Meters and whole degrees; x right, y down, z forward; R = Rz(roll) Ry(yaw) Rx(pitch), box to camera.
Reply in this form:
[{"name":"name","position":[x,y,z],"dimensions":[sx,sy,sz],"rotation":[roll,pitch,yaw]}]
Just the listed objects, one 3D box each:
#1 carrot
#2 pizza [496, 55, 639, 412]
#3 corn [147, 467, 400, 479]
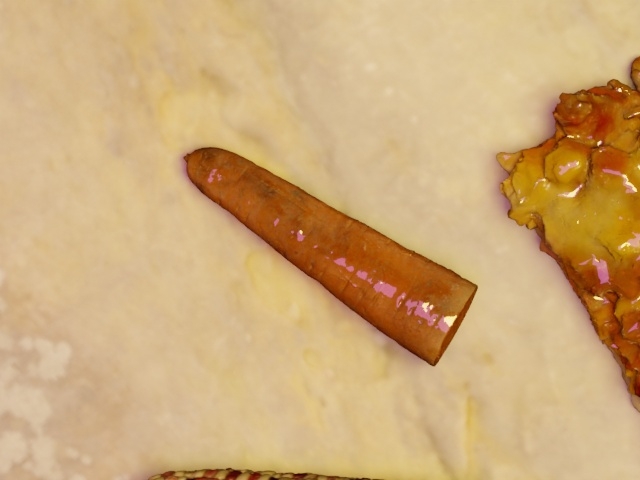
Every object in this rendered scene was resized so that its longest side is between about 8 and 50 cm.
[{"name":"carrot","position":[0.000,0.000,1.275],"dimensions":[0.209,0.061,0.061],"rotation":[32,100,7]},{"name":"pizza","position":[0.214,-0.010,1.226],"dimensions":[0.228,0.081,0.290],"rotation":[21,101,6]},{"name":"corn","position":[-0.009,0.188,1.280],"dimensions":[0.253,0.086,0.086],"rotation":[6,98,11]}]
